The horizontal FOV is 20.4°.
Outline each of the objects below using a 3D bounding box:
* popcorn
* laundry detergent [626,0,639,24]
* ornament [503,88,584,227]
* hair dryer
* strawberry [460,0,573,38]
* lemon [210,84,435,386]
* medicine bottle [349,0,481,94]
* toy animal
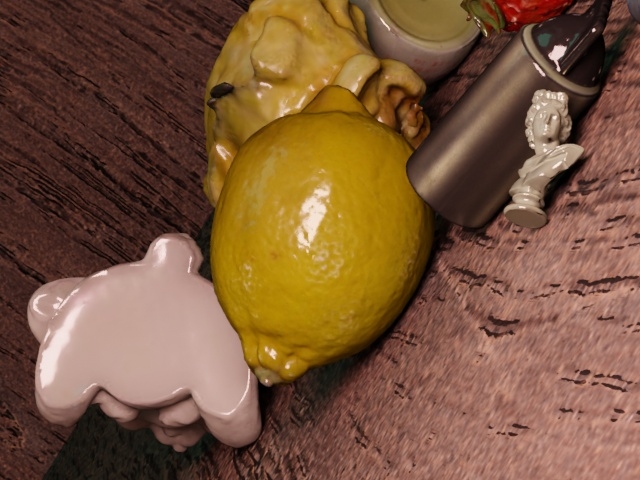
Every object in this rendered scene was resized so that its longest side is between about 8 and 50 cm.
[{"bbox_3d":[-0.015,-0.110,1.747,0.252,0.215,0.286,45,145,50],"label":"popcorn"},{"bbox_3d":[0.241,-0.203,1.183,0.097,0.061,0.206,-61,6,26],"label":"laundry detergent"},{"bbox_3d":[0.153,-0.052,1.212,0.092,0.041,0.068,-83,20,-50],"label":"ornament"},{"bbox_3d":[0.170,-0.138,1.359,0.195,0.078,0.248,-50,6,31],"label":"hair dryer"},{"bbox_3d":[0.198,-0.249,1.549,0.187,0.082,0.146,-53,13,-16],"label":"strawberry"},{"bbox_3d":[0.000,0.000,1.427,0.184,0.184,0.248,166,119,-78],"label":"lemon"},{"bbox_3d":[0.084,-0.226,1.864,0.147,0.147,0.143,-62,8,-31],"label":"medicine bottle"},{"bbox_3d":[-0.138,0.106,1.771,0.265,0.271,0.206,40,-126,-77],"label":"toy animal"}]
